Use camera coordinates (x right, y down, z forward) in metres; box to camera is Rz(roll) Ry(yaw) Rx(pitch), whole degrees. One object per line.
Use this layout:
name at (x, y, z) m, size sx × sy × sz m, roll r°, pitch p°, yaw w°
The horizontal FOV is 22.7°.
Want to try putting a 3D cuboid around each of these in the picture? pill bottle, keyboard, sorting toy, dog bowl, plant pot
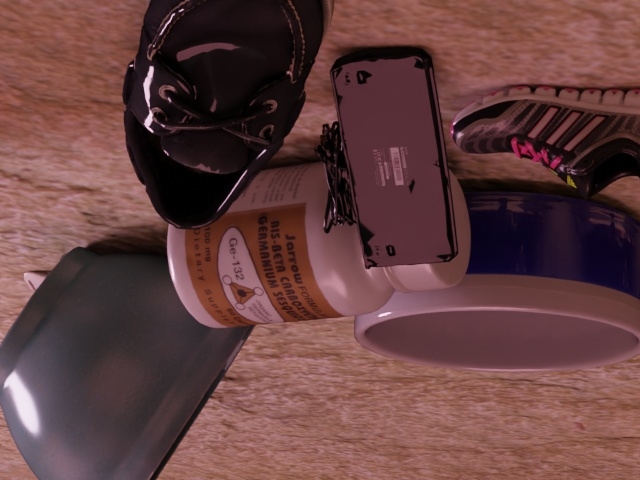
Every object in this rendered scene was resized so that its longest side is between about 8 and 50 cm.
pill bottle at (0.000, 0.000, 1.322) m, size 0.229 × 0.131 × 0.131 m, roll -7°, pitch 159°, yaw 28°
keyboard at (0.045, -0.063, 1.178) m, size 0.100 × 0.038 × 0.192 m, roll -3°, pitch 127°, yaw 9°
sorting toy at (-0.283, 0.056, 1.726) m, size 0.075 × 0.044 × 0.083 m, roll 22°, pitch 163°, yaw 8°
dog bowl at (0.165, 0.044, 1.442) m, size 0.265 × 0.104 × 0.265 m, roll 3°, pitch 164°, yaw 1°
plant pot at (-0.209, 0.127, 1.591) m, size 0.196 × 0.293 × 0.293 m, roll 33°, pitch 160°, yaw 0°

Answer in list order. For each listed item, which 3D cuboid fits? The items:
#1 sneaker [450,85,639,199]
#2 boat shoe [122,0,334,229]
sneaker at (0.178, -0.068, 1.164) m, size 0.170 × 0.074 × 0.063 m, roll 0°, pitch 161°, yaw 13°
boat shoe at (-0.073, -0.093, 1.087) m, size 0.127 × 0.113 × 0.340 m, roll 10°, pitch 161°, yaw -15°
